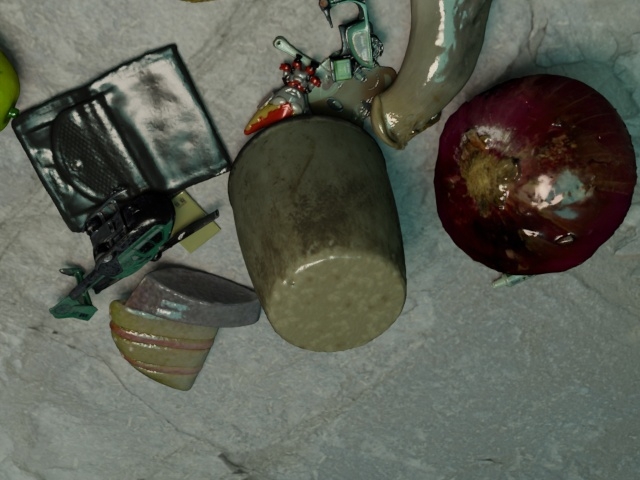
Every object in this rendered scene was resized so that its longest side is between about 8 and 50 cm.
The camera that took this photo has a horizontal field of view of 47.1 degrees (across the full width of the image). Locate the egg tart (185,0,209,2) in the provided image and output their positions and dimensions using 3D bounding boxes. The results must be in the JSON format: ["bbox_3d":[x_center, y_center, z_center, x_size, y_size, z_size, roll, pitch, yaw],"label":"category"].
[{"bbox_3d":[-0.189,-0.493,1.079,0.293,0.123,0.294,-1,120,-3],"label":"egg tart"}]

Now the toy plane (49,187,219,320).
[{"bbox_3d":[-0.368,0.030,1.341,0.381,0.106,0.155,-40,147,15],"label":"toy plane"}]

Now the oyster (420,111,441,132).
[{"bbox_3d":[0.190,-0.224,1.310,0.051,0.034,0.093,6,122,0],"label":"oyster"}]

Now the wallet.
[{"bbox_3d":[-0.348,-0.170,1.283,0.322,0.041,0.247,-23,116,2],"label":"wallet"}]

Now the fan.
[{"bbox_3d":[0.015,-0.285,1.274,0.226,0.008,0.152,32,111,-21],"label":"fan"}]

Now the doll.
[{"bbox_3d":[-0.055,-0.237,1.268,0.109,0.057,0.169,22,111,-7],"label":"doll"}]

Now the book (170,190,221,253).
[{"bbox_3d":[-0.251,-0.034,1.378,0.077,0.014,0.111,-36,120,9],"label":"book"}]

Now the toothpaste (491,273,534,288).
[{"bbox_3d":[0.442,0.050,1.481,0.204,0.031,0.049,-26,119,7],"label":"toothpaste"}]

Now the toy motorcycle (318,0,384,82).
[{"bbox_3d":[0.050,-0.355,1.210,0.100,0.058,0.173,-9,115,-1],"label":"toy motorcycle"}]

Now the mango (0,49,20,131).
[{"bbox_3d":[-0.649,-0.258,1.146,0.342,0.156,0.193,5,117,-6],"label":"mango"}]

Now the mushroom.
[{"bbox_3d":[0.184,-0.335,1.191,0.177,0.126,0.397,-3,121,-18],"label":"mushroom"}]

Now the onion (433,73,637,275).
[{"bbox_3d":[0.392,-0.112,1.263,0.385,0.347,0.348,-9,126,-41],"label":"onion"}]

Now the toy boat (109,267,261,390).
[{"bbox_3d":[-0.281,0.175,1.426,0.276,0.111,0.293,30,109,-37],"label":"toy boat"}]

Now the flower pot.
[{"bbox_3d":[0.000,0.000,1.221,0.293,0.330,0.294,-6,133,-6],"label":"flower pot"}]
